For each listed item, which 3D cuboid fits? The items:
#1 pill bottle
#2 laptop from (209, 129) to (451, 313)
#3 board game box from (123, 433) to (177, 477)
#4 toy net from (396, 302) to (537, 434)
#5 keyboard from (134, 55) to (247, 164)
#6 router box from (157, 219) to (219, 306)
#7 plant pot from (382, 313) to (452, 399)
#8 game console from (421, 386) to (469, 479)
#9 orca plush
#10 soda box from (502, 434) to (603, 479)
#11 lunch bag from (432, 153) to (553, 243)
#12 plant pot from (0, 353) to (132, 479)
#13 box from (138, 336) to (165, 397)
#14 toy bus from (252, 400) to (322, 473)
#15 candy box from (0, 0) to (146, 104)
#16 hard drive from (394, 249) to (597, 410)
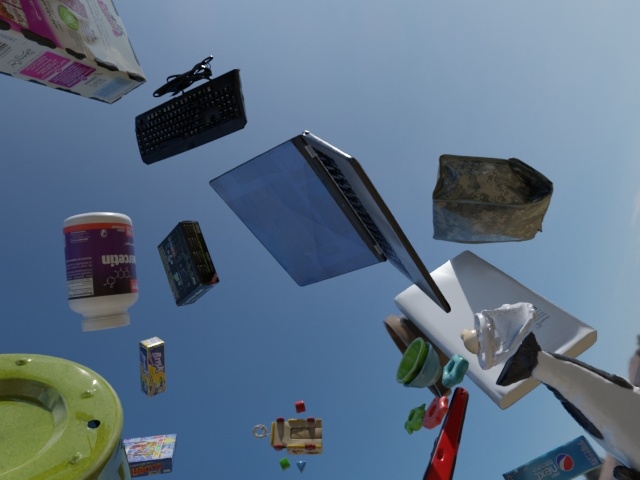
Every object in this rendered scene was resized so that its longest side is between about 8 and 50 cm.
[{"bbox_3d":[-0.627,0.089,1.247,0.182,0.182,0.322,-2,-97,-49],"label":"pill bottle"},{"bbox_3d":[0.000,0.000,0.906,0.236,0.408,0.382,-39,-60,-1],"label":"laptop"},{"bbox_3d":[-0.420,0.513,1.038,0.136,0.201,0.035,0,-99,-15],"label":"board game box"},{"bbox_3d":[0.151,0.140,0.501,0.122,0.045,0.232,-57,-3,-42],"label":"toy net"},{"bbox_3d":[-0.181,-0.166,0.550,0.038,0.192,0.100,-6,-95,-60],"label":"keyboard"},{"bbox_3d":[-0.231,0.040,0.750,0.038,0.092,0.122,-4,-115,-49],"label":"router box"},{"bbox_3d":[0.267,0.266,1.080,0.110,0.237,0.237,-35,-50,-6],"label":"plant pot"},{"bbox_3d":[0.235,0.553,0.914,0.342,0.060,0.386,-48,-36,-52],"label":"game console"},{"bbox_3d":[0.372,0.248,0.572,0.102,0.287,0.151,95,-160,-58],"label":"orca plush"},{"bbox_3d":[0.543,0.537,1.016,0.210,0.067,0.071,-36,-39,15],"label":"soda box"},{"bbox_3d":[0.453,-0.100,1.158,0.235,0.287,0.168,62,-139,-59],"label":"lunch bag"},{"bbox_3d":[-0.357,0.331,0.465,0.367,0.367,0.352,-5,-64,-48],"label":"plant pot"},{"bbox_3d":[-0.517,0.389,1.334,0.059,0.054,0.168,-12,-71,-48],"label":"box"},{"bbox_3d":[-0.084,0.642,1.404,0.191,0.202,0.104,-35,-37,-29],"label":"toy bus"},{"bbox_3d":[-0.322,-0.258,0.477,0.159,0.071,0.233,67,-162,2],"label":"candy box"},{"bbox_3d":[0.352,0.167,0.940,0.233,0.353,0.047,-32,-56,-9],"label":"hard drive"}]
